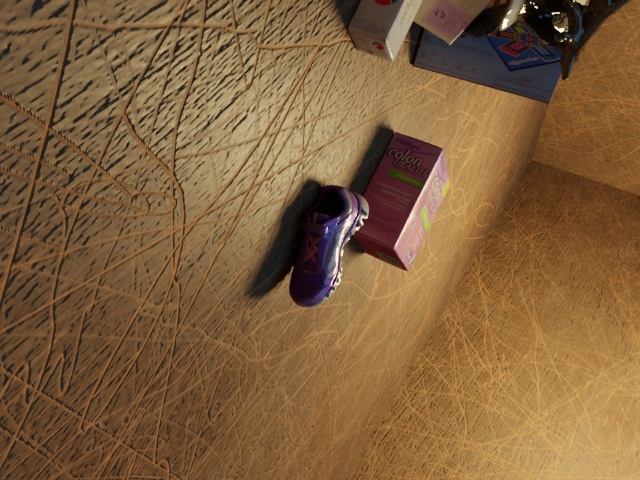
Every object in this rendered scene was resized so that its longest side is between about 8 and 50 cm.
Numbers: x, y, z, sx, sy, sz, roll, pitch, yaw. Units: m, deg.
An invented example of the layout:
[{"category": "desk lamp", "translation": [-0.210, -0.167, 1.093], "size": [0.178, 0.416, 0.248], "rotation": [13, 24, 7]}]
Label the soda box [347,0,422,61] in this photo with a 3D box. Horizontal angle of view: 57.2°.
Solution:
[{"category": "soda box", "translation": [0.124, -0.401, 0.925], "size": [0.216, 0.069, 0.074], "rotation": [-64, 160, -3]}]

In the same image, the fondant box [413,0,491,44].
[{"category": "fondant box", "translation": [0.292, -0.527, 0.973], "size": [0.330, 0.096, 0.238], "rotation": [-62, -171, -20]}]

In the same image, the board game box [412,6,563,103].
[{"category": "board game box", "translation": [0.339, -0.380, 1.159], "size": [0.027, 0.281, 0.145], "rotation": [-49, 156, -65]}]

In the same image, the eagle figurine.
[{"category": "eagle figurine", "translation": [0.352, -0.392, 0.962], "size": [0.226, 0.298, 0.225], "rotation": [-22, 137, -2]}]

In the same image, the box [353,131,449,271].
[{"category": "box", "translation": [0.184, -0.080, 1.330], "size": [0.243, 0.117, 0.213], "rotation": [-63, 158, -8]}]

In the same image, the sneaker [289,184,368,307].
[{"category": "sneaker", "translation": [0.000, 0.000, 1.033], "size": [0.236, 0.095, 0.104], "rotation": [-66, 152, -14]}]

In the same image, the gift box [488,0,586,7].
[{"category": "gift box", "translation": [0.458, -0.539, 1.256], "size": [0.255, 0.276, 0.258], "rotation": [-8, 120, -60]}]
